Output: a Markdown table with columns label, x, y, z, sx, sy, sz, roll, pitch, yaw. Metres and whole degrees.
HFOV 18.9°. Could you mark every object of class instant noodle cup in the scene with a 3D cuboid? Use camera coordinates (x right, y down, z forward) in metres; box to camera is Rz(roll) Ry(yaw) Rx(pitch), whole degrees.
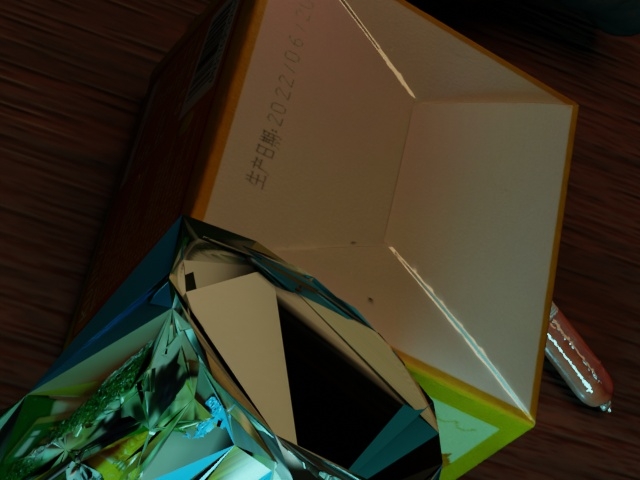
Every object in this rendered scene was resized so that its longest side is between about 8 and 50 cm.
| label | x | y | z | sx | sy | sz | roll | pitch | yaw |
| --- | --- | --- | --- | --- | --- | --- | --- | --- | --- |
| instant noodle cup | -0.055 | 0.123 | 1.049 | 0.240 | 0.178 | 0.240 | 34 | 26 | -19 |

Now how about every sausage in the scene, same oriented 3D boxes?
| label | x | y | z | sx | sy | sz | roll | pitch | yaw |
| --- | --- | --- | --- | --- | --- | --- | --- | --- | --- |
| sausage | 0.148 | 0.032 | 1.482 | 0.253 | 0.034 | 0.034 | 52 | 48 | 0 |

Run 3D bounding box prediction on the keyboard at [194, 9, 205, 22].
| label | x | y | z | sx | sy | sz | roll | pitch | yaw |
| --- | --- | --- | --- | --- | --- | --- | --- | --- | --- |
| keyboard | 0.003 | -0.105 | 1.489 | 0.230 | 0.025 | 0.093 | 19 | 51 | -23 |

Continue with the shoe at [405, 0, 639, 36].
| label | x | y | z | sx | sy | sz | roll | pitch | yaw |
| --- | --- | --- | --- | --- | --- | --- | --- | --- | --- |
| shoe | 0.204 | -0.267 | 1.627 | 0.237 | 0.171 | 0.384 | 40 | 40 | 0 |

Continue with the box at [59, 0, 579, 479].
| label | x | y | z | sx | sy | sz | roll | pitch | yaw |
| --- | --- | --- | --- | --- | --- | --- | --- | --- | --- |
| box | 0.000 | 0.000 | 1.295 | 0.260 | 0.214 | 0.283 | 29 | 51 | -19 |
